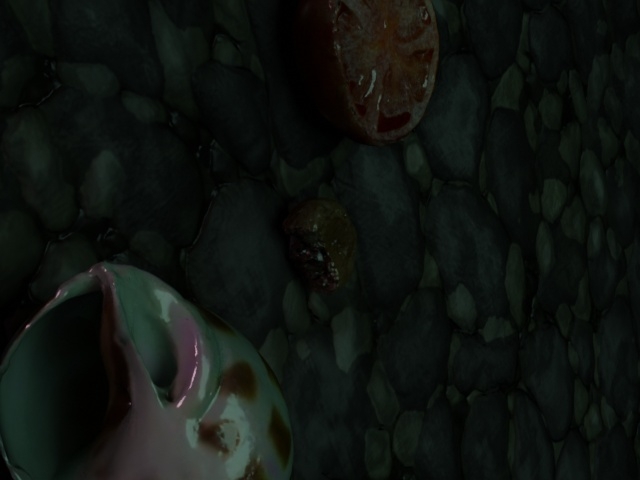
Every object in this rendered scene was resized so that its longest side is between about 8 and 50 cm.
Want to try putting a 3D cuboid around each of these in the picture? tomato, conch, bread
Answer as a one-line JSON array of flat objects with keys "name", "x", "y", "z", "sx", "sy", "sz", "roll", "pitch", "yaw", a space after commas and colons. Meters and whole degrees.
[{"name": "tomato", "x": 0.043, "y": -0.226, "z": 1.470, "sx": 0.237, "sy": 0.095, "sz": 0.236, "roll": -7, "pitch": 98, "yaw": -55}, {"name": "conch", "x": -0.148, "y": 0.184, "z": 1.097, "sx": 0.249, "sy": 0.197, "sz": 0.367, "roll": -14, "pitch": 101, "yaw": -21}, {"name": "bread", "x": 0.000, "y": 0.000, "z": 1.427, "sx": 0.082, "sy": 0.060, "sz": 0.113, "roll": -51, "pitch": 130, "yaw": -42}]
